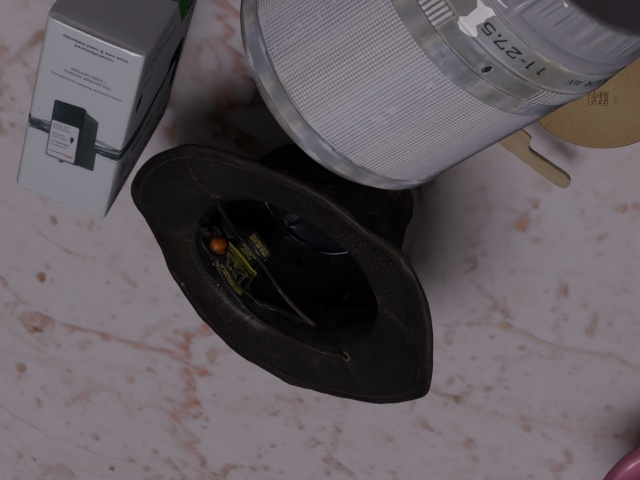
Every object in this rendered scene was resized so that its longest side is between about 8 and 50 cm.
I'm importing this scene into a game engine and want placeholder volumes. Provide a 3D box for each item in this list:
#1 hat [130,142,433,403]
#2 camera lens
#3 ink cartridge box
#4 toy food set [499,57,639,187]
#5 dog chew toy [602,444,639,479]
[{"bbox_3d":[0.000,0.000,1.684,0.331,0.134,0.331,31,149,21],"label":"hat"},{"bbox_3d":[0.094,-0.176,1.395,0.219,0.219,0.274,43,135,-18],"label":"camera lens"},{"bbox_3d":[-0.173,-0.143,1.612,0.087,0.153,0.208,24,139,1],"label":"ink cartridge box"},{"bbox_3d":[0.217,-0.127,1.528,0.132,0.038,0.192,37,132,-22],"label":"toy food set"},{"bbox_3d":[0.390,0.318,1.773,0.206,0.207,0.332,-23,128,40],"label":"dog chew toy"}]
